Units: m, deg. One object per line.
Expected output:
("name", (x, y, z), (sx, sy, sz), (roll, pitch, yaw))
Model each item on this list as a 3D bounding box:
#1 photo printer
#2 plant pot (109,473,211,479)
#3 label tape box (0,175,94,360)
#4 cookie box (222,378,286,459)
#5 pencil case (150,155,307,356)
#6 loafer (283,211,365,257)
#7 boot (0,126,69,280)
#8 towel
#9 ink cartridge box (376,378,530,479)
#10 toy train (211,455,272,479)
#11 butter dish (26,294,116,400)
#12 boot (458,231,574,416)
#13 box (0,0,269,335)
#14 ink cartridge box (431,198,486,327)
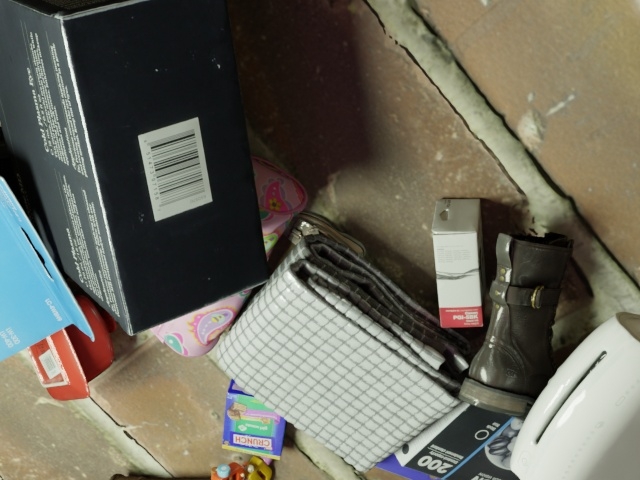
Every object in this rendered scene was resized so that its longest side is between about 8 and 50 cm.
("photo printer", (0.390, 0.214, 1.263), (0.307, 0.107, 0.256), (13, 117, -36))
("plant pot", (-0.228, 0.431, 1.571), (0.165, 0.167, 0.167), (-7, 117, 7))
("label tape box", (-0.460, 0.021, 1.298), (0.347, 0.115, 0.249), (16, 139, 45))
("cookie box", (-0.094, 0.261, 1.512), (0.091, 0.040, 0.107), (10, 120, 5))
("pencil case", (-0.130, 0.020, 1.341), (0.124, 0.124, 0.284), (30, 121, -6))
("loafer", (0.000, 0.000, 1.352), (0.125, 0.039, 0.045), (24, 121, -3))
("boot", (-0.396, -0.044, 1.374), (0.246, 0.094, 0.207), (-3, 114, 6))
("towel", (0.033, 0.146, 1.360), (0.283, 0.121, 0.235), (35, 131, -7))
("ink cartridge box", (0.212, 0.296, 1.431), (0.206, 0.045, 0.208), (25, 123, -29))
("toy train", (-0.126, 0.379, 1.549), (0.046, 0.125, 0.166), (24, 131, 35))
("butter dish", (-0.343, 0.134, 1.455), (0.160, 0.118, 0.160), (-17, 96, 55))
("boot", (0.280, 0.104, 1.304), (0.091, 0.263, 0.229), (17, 93, 39))
("box", (-0.228, -0.124, 1.153), (0.179, 0.312, 0.343), (-22, 120, -28))
("ink cartridge box", (0.176, 0.027, 1.298), (0.056, 0.099, 0.135), (-2, 118, 12))
